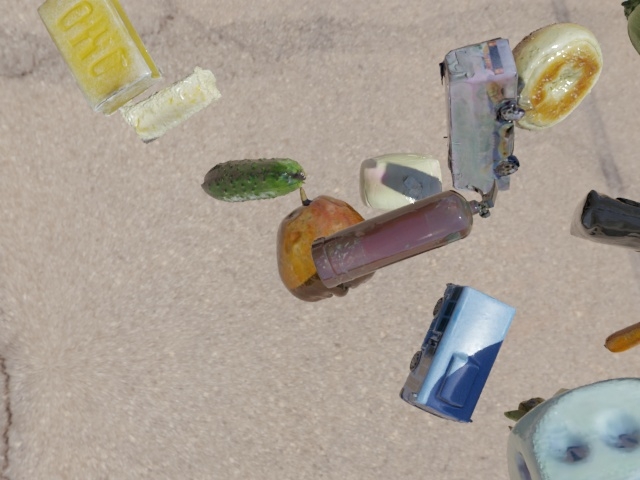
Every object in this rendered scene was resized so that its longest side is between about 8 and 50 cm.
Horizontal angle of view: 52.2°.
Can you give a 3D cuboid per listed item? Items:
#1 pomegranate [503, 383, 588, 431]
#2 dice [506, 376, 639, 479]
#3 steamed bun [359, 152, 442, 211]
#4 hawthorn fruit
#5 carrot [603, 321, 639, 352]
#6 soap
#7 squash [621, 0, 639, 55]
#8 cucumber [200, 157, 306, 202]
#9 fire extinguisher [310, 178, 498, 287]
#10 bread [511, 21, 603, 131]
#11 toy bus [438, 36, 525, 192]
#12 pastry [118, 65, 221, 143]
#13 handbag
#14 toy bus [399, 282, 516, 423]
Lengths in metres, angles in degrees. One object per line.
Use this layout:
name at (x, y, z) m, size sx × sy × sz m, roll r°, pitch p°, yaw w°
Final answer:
pomegranate at (0.556, 0.425, 1.396) m, size 0.260 × 0.341 × 0.260 m, roll -4°, pitch 96°, yaw -39°
dice at (0.436, 0.374, 0.933) m, size 0.268 × 0.262 × 0.264 m, roll -13°, pitch 43°, yaw 0°
steamed bun at (0.218, -0.155, 1.817) m, size 0.239 × 0.152 × 0.169 m, roll 0°, pitch 103°, yaw 14°
hawthorn fruit at (0.000, 0.000, 1.685) m, size 0.277 × 0.277 × 0.298 m, roll -25°, pitch 97°, yaw -24°
carrot at (0.655, 0.156, 1.257) m, size 0.043 × 0.248 × 0.043 m, roll 24°, pitch 45°, yaw -26°
soap at (-0.496, -0.442, 1.473) m, size 0.173 × 0.089 × 0.274 m, roll -32°, pitch 85°, yaw 11°
squash at (0.542, -0.241, 0.899) m, size 0.107 × 0.107 × 0.395 m, roll -1°, pitch 46°, yaw -23°
cucumber at (-0.100, -0.091, 0.977) m, size 0.069 × 0.227 × 0.069 m, roll 0°, pitch 90°, yaw -47°
fire extinguisher at (0.121, -0.017, 0.902) m, size 0.268 × 0.089 × 0.072 m, roll -21°, pitch 115°, yaw 12°
bread at (0.604, -0.445, 1.763) m, size 0.306 × 0.305 × 0.158 m, roll -12°, pitch 47°, yaw -24°
toy bus at (0.297, -0.213, 1.210) m, size 0.138 × 0.317 × 0.112 m, roll -7°, pitch 53°, yaw 8°
pastry at (-0.380, -0.348, 1.692) m, size 0.258 × 0.089 × 0.121 m, roll -25°, pitch 131°, yaw 3°
handbag at (0.588, -0.016, 1.223) m, size 0.223 × 0.247 × 0.080 m, roll 20°, pitch 91°, yaw 16°
toy bus at (0.241, 0.202, 1.157) m, size 0.116 × 0.133 × 0.234 m, roll 25°, pitch 84°, yaw -6°
